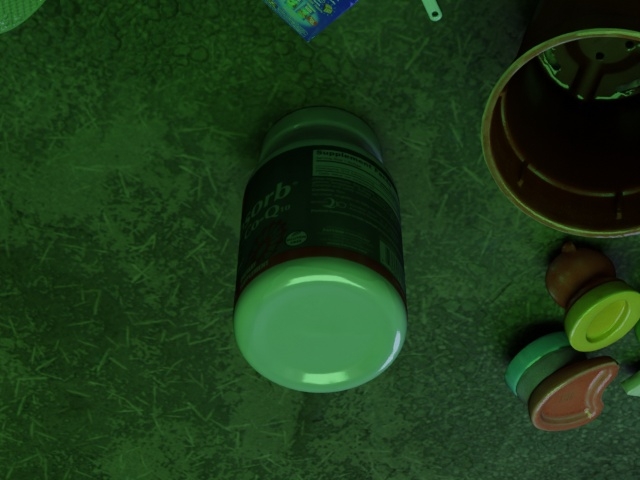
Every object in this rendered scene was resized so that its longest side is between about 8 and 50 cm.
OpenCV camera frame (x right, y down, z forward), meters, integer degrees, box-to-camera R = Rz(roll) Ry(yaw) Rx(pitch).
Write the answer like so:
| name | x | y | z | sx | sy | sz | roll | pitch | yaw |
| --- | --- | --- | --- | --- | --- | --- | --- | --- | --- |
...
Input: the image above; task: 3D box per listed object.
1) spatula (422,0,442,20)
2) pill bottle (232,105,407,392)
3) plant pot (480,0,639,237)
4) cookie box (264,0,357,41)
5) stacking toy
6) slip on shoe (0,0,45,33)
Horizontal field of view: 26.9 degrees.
| name | x | y | z | sx | sy | sz | roll | pitch | yaw |
| --- | --- | --- | --- | --- | --- | --- | --- | --- | --- |
| spatula | 0.154 | -0.385 | 1.618 | 0.168 | 0.019 | 0.242 | -21 | 125 | 16 |
| pill bottle | 0.000 | 0.000 | 1.707 | 0.210 | 0.363 | 0.210 | 0 | 129 | 0 |
| plant pot | 0.341 | -0.190 | 1.596 | 0.272 | 0.265 | 0.272 | 7 | 127 | 9 |
| cookie box | -0.007 | -0.315 | 1.662 | 0.107 | 0.040 | 0.092 | -36 | 120 | 26 |
| stacking toy | 0.423 | 0.132 | 2.004 | 0.279 | 0.130 | 0.309 | -7 | 136 | -28 |
| slip on shoe | -0.318 | -0.373 | 1.576 | 0.331 | 0.101 | 0.123 | -34 | 164 | 27 |
